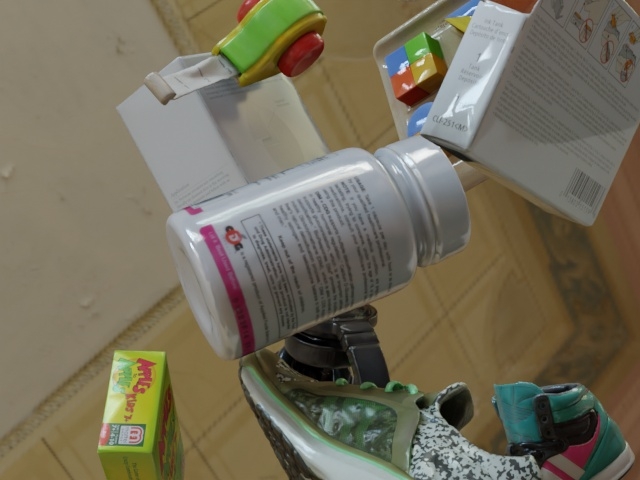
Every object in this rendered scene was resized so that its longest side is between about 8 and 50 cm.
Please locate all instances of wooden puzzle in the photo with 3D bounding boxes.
[{"bbox_3d":[0.250,-0.279,1.860,0.080,0.322,0.348,16,-129,-52],"label":"wooden puzzle"}]

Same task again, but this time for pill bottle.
[{"bbox_3d":[0.000,0.000,1.094,0.283,0.160,0.160,-22,-73,-15],"label":"pill bottle"}]

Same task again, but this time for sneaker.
[{"bbox_3d":[0.248,0.265,1.310,0.295,0.123,0.178,-29,-86,-30],"label":"sneaker"},{"bbox_3d":[0.066,0.201,1.061,0.182,0.410,0.158,-32,-55,-19],"label":"sneaker"}]

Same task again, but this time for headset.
[{"bbox_3d":[0.020,0.162,1.549,0.185,0.394,0.243,-3,-45,-27],"label":"headset"}]

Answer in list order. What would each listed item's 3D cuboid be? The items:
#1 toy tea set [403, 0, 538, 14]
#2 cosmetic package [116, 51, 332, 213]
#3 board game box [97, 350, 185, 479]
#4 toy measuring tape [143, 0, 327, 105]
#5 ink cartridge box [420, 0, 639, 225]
[{"bbox_3d":[0.133,-0.360,1.179,0.336,0.124,0.200,2,-130,-23],"label":"toy tea set"},{"bbox_3d":[-0.116,-0.130,1.439,0.224,0.138,0.225,-24,-94,-57],"label":"cosmetic package"},{"bbox_3d":[-0.145,0.181,0.889,0.181,0.043,0.092,91,-179,-50],"label":"board game box"},{"bbox_3d":[-0.084,-0.252,1.328,0.330,0.121,0.121,-31,-67,-52],"label":"toy measuring tape"},{"bbox_3d":[0.226,-0.158,0.979,0.275,0.060,0.239,21,-87,-52],"label":"ink cartridge box"}]
